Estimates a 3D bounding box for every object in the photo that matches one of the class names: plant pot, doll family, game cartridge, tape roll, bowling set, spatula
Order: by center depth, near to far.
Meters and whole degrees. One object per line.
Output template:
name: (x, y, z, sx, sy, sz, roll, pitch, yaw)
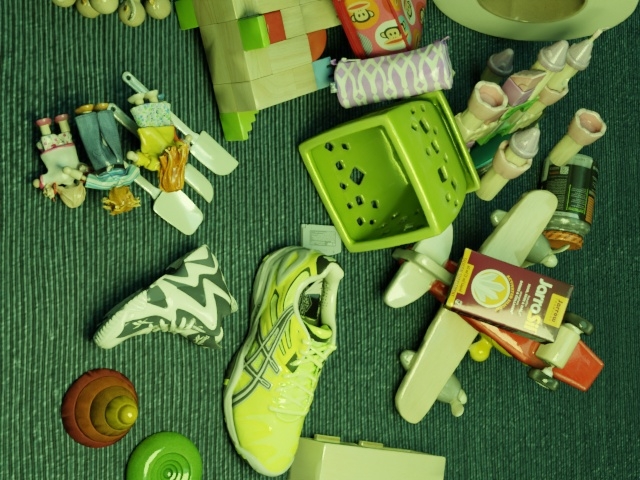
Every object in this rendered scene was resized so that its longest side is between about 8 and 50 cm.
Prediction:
bowling set: (-0.348, -0.388, 1.310, 0.287, 0.200, 0.154, -20, 106, -76)
doll family: (-0.291, -0.127, 1.316, 0.263, 0.118, 0.163, -19, 94, -31)
spatula: (-0.257, -0.140, 1.415, 0.242, 0.019, 0.168, 42, 66, -24)
plant pot: (0.138, -0.131, 1.558, 0.207, 0.227, 0.228, -35, 106, -41)
game cartridge: (0.000, 0.000, 1.580, 0.083, 0.017, 0.056, 4, 81, -34)
tape roll: (0.400, -0.488, 1.661, 0.392, 0.392, 0.072, 15, 78, -32)

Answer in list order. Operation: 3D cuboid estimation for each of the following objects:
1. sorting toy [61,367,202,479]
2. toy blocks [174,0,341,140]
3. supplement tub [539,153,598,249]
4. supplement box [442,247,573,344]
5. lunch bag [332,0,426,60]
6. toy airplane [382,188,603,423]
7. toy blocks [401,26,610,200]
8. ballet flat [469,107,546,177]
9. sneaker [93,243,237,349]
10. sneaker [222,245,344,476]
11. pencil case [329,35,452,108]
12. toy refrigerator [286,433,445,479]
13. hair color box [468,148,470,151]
sorting toy: (-0.229, 0.342, 1.335, 0.127, 0.126, 0.365, -48, 111, -27)
toy blocks: (-0.076, -0.385, 1.476, 0.261, 0.191, 0.381, -26, 111, -41)
supplement tub: (0.520, -0.082, 1.874, 0.117, 0.117, 0.190, 19, 76, -31)
supplement box: (0.311, 0.095, 1.478, 0.188, 0.081, 0.104, 19, 84, 6)
lunch bag: (0.095, -0.476, 1.530, 0.258, 0.120, 0.293, 59, 31, -46)
toy airplane: (0.296, 0.124, 1.654, 0.386, 0.272, 0.384, -13, 82, 2)
toy blocks: (0.360, -0.286, 1.625, 0.289, 0.260, 0.309, -24, 70, -32)
ballet flat: (0.395, -0.202, 1.816, 0.280, 0.095, 0.096, -51, 122, -25)
sneaker: (-0.224, 0.129, 1.371, 0.235, 0.094, 0.153, -42, 101, -39)
sneaker: (-0.056, 0.194, 1.449, 0.145, 0.147, 0.384, 12, 81, -34)
pencil case: (0.121, -0.281, 1.488, 0.086, 0.206, 0.088, -35, 116, -77)
toy refrigerator: (0.084, 0.401, 1.554, 0.270, 0.102, 0.094, 14, 79, -32)
hair color box: (0.223, -0.172, 1.725, 0.141, 0.043, 0.072, 23, 74, -32)
